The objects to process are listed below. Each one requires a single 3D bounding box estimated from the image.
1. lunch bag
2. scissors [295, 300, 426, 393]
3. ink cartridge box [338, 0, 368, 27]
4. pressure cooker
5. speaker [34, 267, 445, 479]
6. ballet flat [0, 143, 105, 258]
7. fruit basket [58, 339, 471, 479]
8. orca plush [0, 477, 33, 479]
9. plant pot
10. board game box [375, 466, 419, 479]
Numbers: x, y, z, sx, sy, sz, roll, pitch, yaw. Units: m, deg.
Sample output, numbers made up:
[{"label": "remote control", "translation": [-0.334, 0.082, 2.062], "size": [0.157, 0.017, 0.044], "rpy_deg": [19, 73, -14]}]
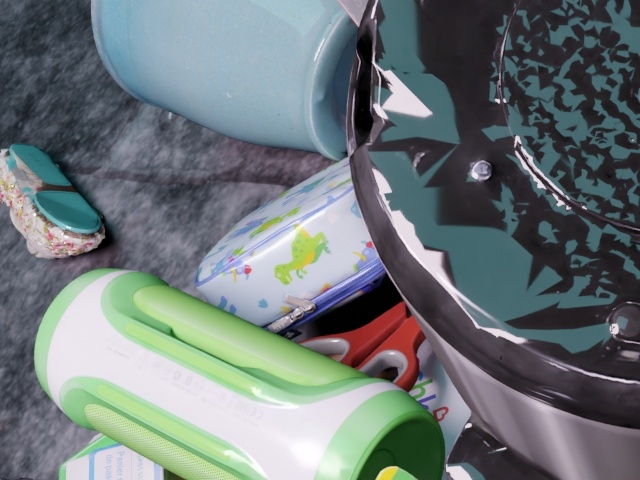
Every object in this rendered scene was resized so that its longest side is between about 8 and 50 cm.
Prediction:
[{"label": "lunch bag", "translation": [0.000, 0.000, 1.332], "size": [0.176, 0.090, 0.219], "rpy_deg": [-31, 8, 17]}, {"label": "scissors", "translation": [0.088, 0.057, 1.243], "size": [0.297, 0.021, 0.109], "rpy_deg": [-31, 37, -27]}, {"label": "ink cartridge box", "translation": [0.106, -0.228, 1.351], "size": [0.060, 0.275, 0.239], "rpy_deg": [14, 66, 43]}, {"label": "pressure cooker", "translation": [0.227, -0.025, 0.978], "size": [0.370, 0.420, 0.375], "rpy_deg": [-12, 68, 8]}, {"label": "speaker", "translation": [-0.062, 0.115, 1.116], "size": [0.296, 0.131, 0.131], "rpy_deg": [22, 72, 36]}, {"label": "ballet flat", "translation": [-0.289, -0.026, 1.708], "size": [0.241, 0.091, 0.077], "rpy_deg": [48, 123, 56]}, {"label": "fruit basket", "translation": [-0.029, 0.201, 1.190], "size": [0.353, 0.165, 0.327], "rpy_deg": [-25, 40, 17]}, {"label": "orca plush", "translation": [-0.249, 0.310, 1.343], "size": [0.287, 0.151, 0.102], "rpy_deg": [32, 113, 44]}, {"label": "plant pot", "translation": [-0.026, -0.203, 1.482], "size": [0.255, 0.271, 0.271], "rpy_deg": [32, 80, 36]}, {"label": "board game box", "translation": [0.115, 0.257, 0.980], "size": [0.124, 0.259, 0.039], "rpy_deg": [-55, -6, -11]}]
